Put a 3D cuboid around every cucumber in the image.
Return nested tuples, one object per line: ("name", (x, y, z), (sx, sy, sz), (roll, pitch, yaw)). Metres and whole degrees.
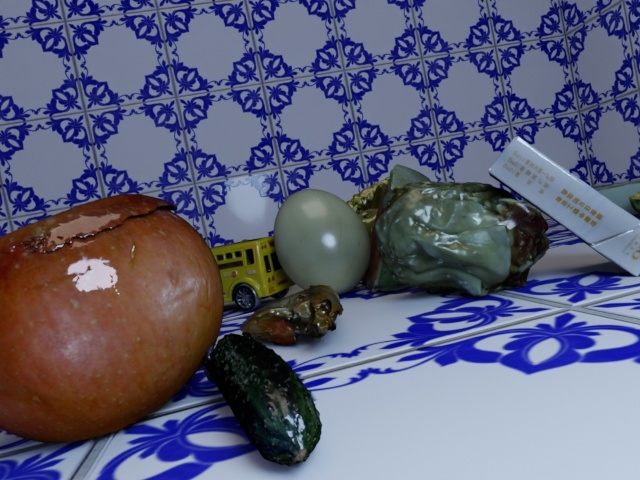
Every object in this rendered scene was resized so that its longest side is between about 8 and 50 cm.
("cucumber", (-0.053, 0.117, 0.424), (0.067, 0.067, 0.245), (-12, 1, -20))

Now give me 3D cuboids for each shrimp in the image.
("shrimp", (-0.041, 0.105, 0.706), (0.152, 0.063, 0.287), (-14, -1, -5))

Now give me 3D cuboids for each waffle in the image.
("waffle", (0.138, -0.103, 1.396), (0.194, 0.051, 0.149), (-32, -22, -13))

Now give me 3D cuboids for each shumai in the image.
("shumai", (0.225, 0.012, 0.772), (0.255, 0.189, 0.218), (-6, 21, -24))

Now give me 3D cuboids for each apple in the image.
("apple", (-0.227, 0.079, 0.525), (0.251, 0.207, 0.272), (-26, 3, 4))

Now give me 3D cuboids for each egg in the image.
("egg", (0.000, 0.000, 1.033), (0.185, 0.242, 0.186), (-18, -33, -12))

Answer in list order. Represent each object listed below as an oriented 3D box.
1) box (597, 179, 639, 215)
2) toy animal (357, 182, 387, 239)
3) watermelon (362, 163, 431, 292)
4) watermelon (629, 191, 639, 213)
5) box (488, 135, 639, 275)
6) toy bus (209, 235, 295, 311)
("box", (0.853, -0.117, 1.315), (0.129, 0.086, 0.225), (-15, 4, -43))
("toy animal", (0.149, -0.020, 1.269), (0.362, 0.181, 0.180), (-6, -38, -53))
("watermelon", (0.163, -0.004, 1.047), (0.192, 0.232, 0.310), (-9, 47, 1))
("watermelon", (0.779, -0.085, 1.193), (0.105, 0.063, 0.105), (-12, 10, 2))
("box", (0.356, -0.053, 0.736), (0.067, 0.233, 0.149), (-55, -13, 18))
("toy bus", (-0.224, 0.080, 1.143), (0.330, 0.151, 0.145), (-10, 5, 28))
